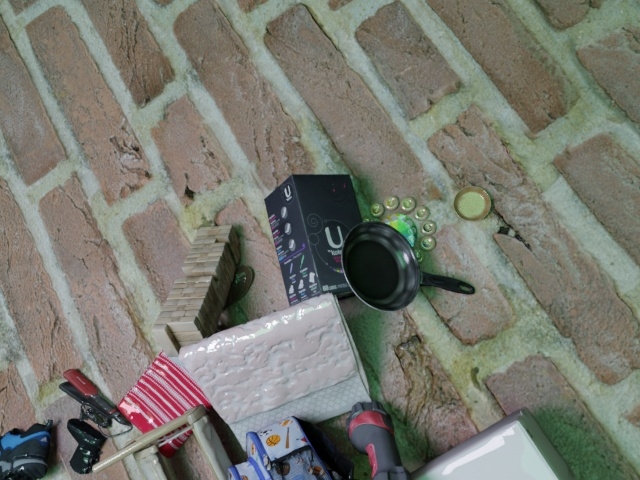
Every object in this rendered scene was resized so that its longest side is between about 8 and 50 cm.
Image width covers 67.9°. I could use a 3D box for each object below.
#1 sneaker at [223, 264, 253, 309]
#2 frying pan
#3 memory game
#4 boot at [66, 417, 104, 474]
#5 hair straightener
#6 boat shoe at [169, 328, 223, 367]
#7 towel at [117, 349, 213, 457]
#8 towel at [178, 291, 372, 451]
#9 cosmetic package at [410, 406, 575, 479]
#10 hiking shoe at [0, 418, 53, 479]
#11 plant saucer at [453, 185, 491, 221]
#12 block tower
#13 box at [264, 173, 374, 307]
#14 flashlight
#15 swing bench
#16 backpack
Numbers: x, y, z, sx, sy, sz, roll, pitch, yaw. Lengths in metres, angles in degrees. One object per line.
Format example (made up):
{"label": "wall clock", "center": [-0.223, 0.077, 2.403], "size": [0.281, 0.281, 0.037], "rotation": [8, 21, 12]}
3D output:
{"label": "sneaker", "center": [-0.245, 0.135, 1.168], "size": [0.188, 0.071, 0.066], "rotation": [-46, 74, 2]}
{"label": "frying pan", "center": [0.179, 0.049, 1.029], "size": [0.326, 0.053, 0.197], "rotation": [-6, 73, -32]}
{"label": "memory game", "center": [0.180, -0.018, 1.130], "size": [0.186, 0.012, 0.186], "rotation": [-2, 80, 12]}
{"label": "boot", "center": [-0.607, 0.521, 1.201], "size": [0.121, 0.045, 0.099], "rotation": [23, 92, 17]}
{"label": "hair straightener", "center": [-0.579, 0.427, 1.217], "size": [0.230, 0.047, 0.089], "rotation": [31, 105, 10]}
{"label": "boat shoe", "center": [-0.187, 0.278, 1.104], "size": [0.335, 0.119, 0.121], "rotation": [32, 110, -7]}
{"label": "towel", "center": [-0.356, 0.369, 1.175], "size": [0.198, 0.031, 0.275], "rotation": [39, 90, 15]}
{"label": "towel", "center": [-0.077, 0.286, 0.999], "size": [0.331, 0.053, 0.317], "rotation": [-21, 119, 1]}
{"label": "cosmetic package", "center": [0.268, 0.477, 0.889], "size": [0.365, 0.197, 0.155], "rotation": [-39, 64, 18]}
{"label": "hiking shoe", "center": [-0.807, 0.559, 1.223], "size": [0.303, 0.113, 0.132], "rotation": [-17, 47, 16]}
{"label": "plant saucer", "center": [0.350, -0.083, 1.101], "size": [0.083, 0.015, 0.084], "rotation": [-2, 79, 12]}
{"label": "block tower", "center": [-0.266, 0.101, 1.078], "size": [0.097, 0.091, 0.336], "rotation": [-5, 38, 12]}
{"label": "box", "center": [0.000, 0.000, 1.066], "size": [0.143, 0.165, 0.271], "rotation": [-32, 69, 52]}
{"label": "flashlight", "center": [0.104, 0.417, 0.894], "size": [0.103, 0.304, 0.103], "rotation": [-2, 100, 1]}
{"label": "swing bench", "center": [-0.306, 0.531, 1.053], "size": [0.254, 0.165, 0.253], "rotation": [-27, 84, 1]}
{"label": "backpack", "center": [-0.066, 0.495, 0.925], "size": [0.213, 0.263, 0.277], "rotation": [-6, 116, -18]}
